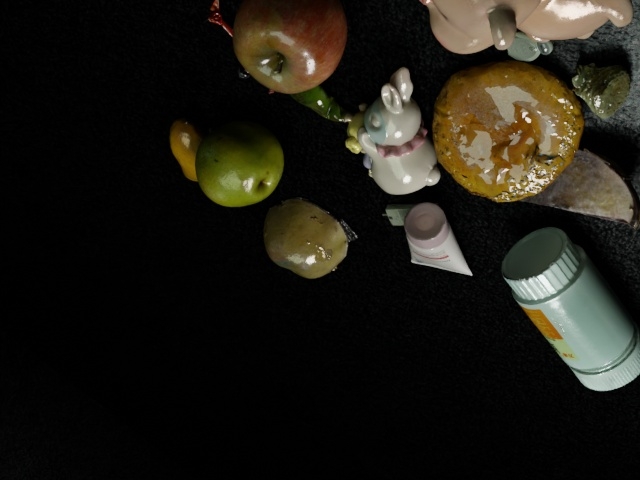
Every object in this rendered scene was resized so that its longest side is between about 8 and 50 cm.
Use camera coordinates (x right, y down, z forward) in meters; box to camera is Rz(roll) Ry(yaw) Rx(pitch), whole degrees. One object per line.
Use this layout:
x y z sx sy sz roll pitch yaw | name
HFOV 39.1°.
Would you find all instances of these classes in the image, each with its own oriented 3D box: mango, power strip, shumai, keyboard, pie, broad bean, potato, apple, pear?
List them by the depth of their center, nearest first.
0.433 -0.243 1.412 0.080 0.082 0.083 46 147 46 | shumai
0.330 -0.310 1.418 0.083 0.035 0.055 8 140 46 | power strip
-0.048 -0.345 1.490 0.188 0.174 0.188 13 139 11 | apple
0.307 -0.184 1.515 0.273 0.069 0.274 16 126 24 | pie
0.448 -0.103 1.552 0.261 0.100 0.120 17 105 38 | potato
-0.008 -0.262 1.648 0.195 0.046 0.061 26 156 -34 | broad bean
-0.176 -0.166 1.799 0.216 0.180 0.166 43 159 26 | pear
0.185 -0.052 1.815 0.136 0.019 0.051 1 137 32 | power strip
-0.271 -0.188 1.905 0.098 0.075 0.190 32 150 23 | mango
-0.053 0.012 1.950 0.202 0.117 0.182 30 141 9 | potato
0.000 0.000 1.997 0.195 0.018 0.060 -22 117 46 | keyboard

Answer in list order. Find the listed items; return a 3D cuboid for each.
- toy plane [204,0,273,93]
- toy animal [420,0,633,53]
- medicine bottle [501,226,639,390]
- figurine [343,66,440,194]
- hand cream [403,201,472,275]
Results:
-0.127 -0.350 1.623 0.126 0.077 0.194 1 136 51 | toy plane
0.228 -0.354 1.246 0.345 0.247 0.277 43 143 -19 | toy animal
0.485 0.130 1.718 0.158 0.158 0.318 -16 125 43 | medicine bottle
0.121 -0.203 1.599 0.155 0.127 0.236 28 151 44 | figurine
0.223 0.012 1.804 0.133 0.083 0.248 14 161 23 | hand cream
